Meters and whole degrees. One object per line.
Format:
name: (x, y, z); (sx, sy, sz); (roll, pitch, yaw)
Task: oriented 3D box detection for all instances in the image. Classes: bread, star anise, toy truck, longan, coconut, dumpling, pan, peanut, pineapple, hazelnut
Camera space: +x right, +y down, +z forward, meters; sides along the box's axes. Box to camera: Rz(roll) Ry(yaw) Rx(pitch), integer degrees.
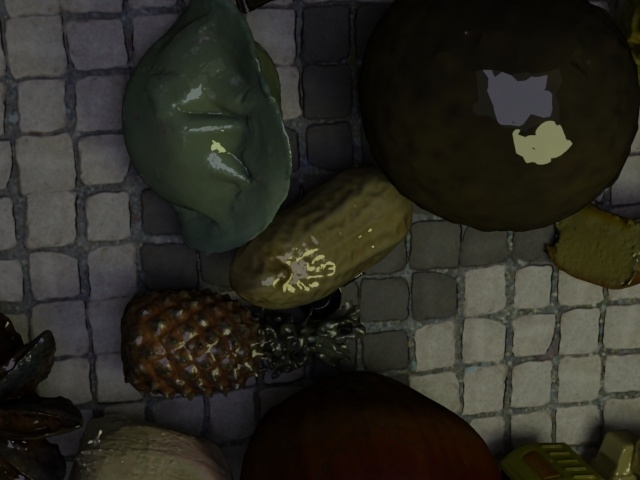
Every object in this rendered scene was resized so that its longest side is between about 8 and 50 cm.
bread: (0.455, -0.002, 1.827); (0.160, 0.169, 0.140); (20, 99, 25)
star anise: (-0.462, 0.241, 1.602); (0.332, 0.117, 0.331); (1, 93, 20)
toy truck: (0.471, 0.429, 1.840); (0.405, 0.180, 0.254); (2, 106, -21)
longan: (0.243, -0.201, 1.560); (0.391, 0.391, 0.391); (-3, 103, -12)
coconut: (-0.252, 0.406, 1.642); (0.255, 0.297, 0.297); (18, 98, -8)
dumpling: (-0.138, -0.175, 1.585); (0.270, 0.211, 0.320); (-12, 122, 27)
pan: (0.018, 0.075, 1.759); (0.115, 0.023, 0.068); (-32, 107, -1)
peanut: (0.000, 0.000, 1.655); (0.313, 0.152, 0.152); (-36, 109, -29)
pineapple: (-0.111, 0.147, 1.676); (0.361, 0.175, 0.175); (-2, 103, -14)
hazelnut: (0.067, 0.373, 1.679); (0.409, 0.359, 0.359); (23, 97, -30)

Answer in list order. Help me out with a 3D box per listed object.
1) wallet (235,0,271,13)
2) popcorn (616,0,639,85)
wallet: (-0.116, -0.441, 1.566); (0.039, 0.133, 0.243); (-10, 108, 23)
popcorn: (0.545, -0.289, 1.703); (0.173, 0.225, 0.286); (-58, 143, -14)
